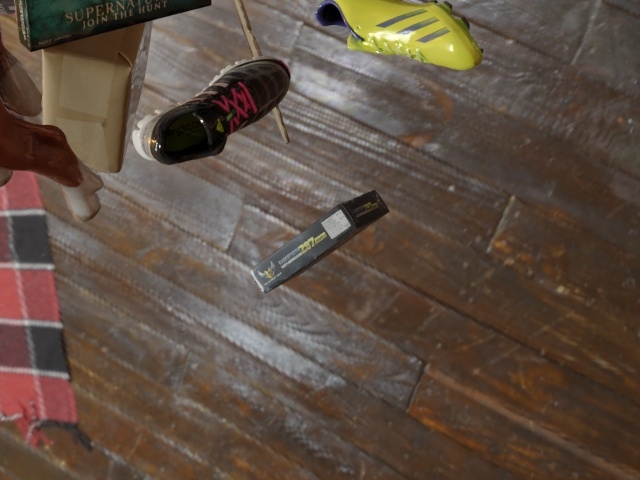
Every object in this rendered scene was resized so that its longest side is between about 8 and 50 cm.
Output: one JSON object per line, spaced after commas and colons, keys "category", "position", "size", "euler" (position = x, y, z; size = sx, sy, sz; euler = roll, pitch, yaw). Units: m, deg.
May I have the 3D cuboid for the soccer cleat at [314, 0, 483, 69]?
{"category": "soccer cleat", "position": [0.105, -0.288, 1.284], "size": [0.121, 0.093, 0.289], "euler": [-45, 51, -7]}

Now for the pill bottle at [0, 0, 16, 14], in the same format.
{"category": "pill bottle", "position": [-0.362, -0.347, 1.053], "size": [0.318, 0.176, 0.176], "euler": [-5, 106, -6]}

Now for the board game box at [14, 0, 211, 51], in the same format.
{"category": "board game box", "position": [-0.176, -0.245, 0.798], "size": [0.026, 0.186, 0.126], "euler": [40, 140, 34]}

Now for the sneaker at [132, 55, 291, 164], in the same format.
{"category": "sneaker", "position": [-0.099, -0.120, 0.897], "size": [0.170, 0.075, 0.063], "euler": [-28, 119, -7]}

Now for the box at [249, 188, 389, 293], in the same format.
{"category": "box", "position": [0.000, 0.000, 1.720], "size": [0.232, 0.183, 0.059], "euler": [-35, 86, 26]}

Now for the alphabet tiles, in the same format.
{"category": "alphabet tiles", "position": [-0.122, -0.350, 1.717], "size": [0.011, 0.285, 0.343], "euler": [-20, 141, -1]}

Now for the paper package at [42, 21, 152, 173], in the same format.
{"category": "paper package", "position": [-0.441, -0.353, 1.846], "size": [0.168, 0.310, 0.325], "euler": [11, 144, -8]}

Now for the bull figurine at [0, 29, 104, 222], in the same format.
{"category": "bull figurine", "position": [-0.271, -0.014, 0.473], "size": [0.310, 0.188, 0.101], "euler": [-29, 62, 13]}
